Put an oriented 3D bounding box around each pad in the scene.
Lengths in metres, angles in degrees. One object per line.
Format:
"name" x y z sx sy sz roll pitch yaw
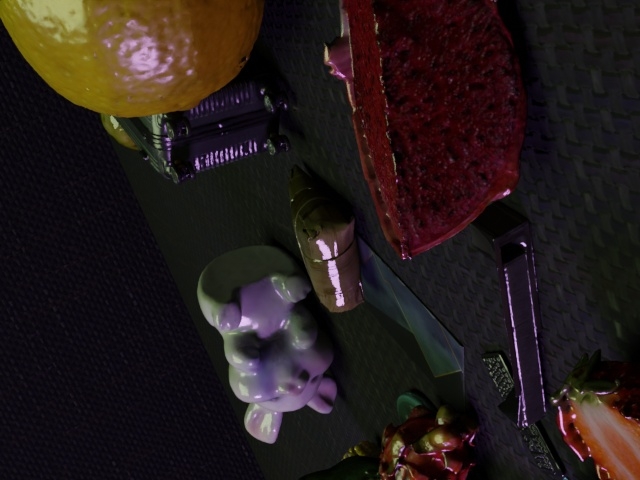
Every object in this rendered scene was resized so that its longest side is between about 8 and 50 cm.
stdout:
"pad" 0.119 0.113 1.266 0.243 0.004 0.163 49 159 40

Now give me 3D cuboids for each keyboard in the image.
"keyboard" 0.225 0.194 1.059 0.155 0.010 0.053 62 163 2

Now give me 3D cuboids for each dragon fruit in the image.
"dragon fruit" 0.146 0.282 1.246 0.207 0.133 0.150 102 -177 -48
"dragon fruit" 0.083 -0.139 0.788 0.161 0.126 0.274 -130 27 -66

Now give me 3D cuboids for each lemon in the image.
"lemon" -0.218 -0.306 1.087 0.336 0.336 0.336 54 162 27

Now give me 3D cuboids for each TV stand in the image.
"TV stand" 0.188 0.081 0.937 0.049 0.040 0.256 43 155 50

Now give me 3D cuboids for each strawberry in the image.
"strawberry" 0.270 0.167 0.764 0.187 0.082 0.146 56 169 0

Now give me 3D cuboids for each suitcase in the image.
"suitcase" -0.187 -0.210 1.340 0.312 0.202 0.128 46 147 46

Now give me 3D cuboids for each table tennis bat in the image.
"table tennis bat" 0.160 0.306 1.406 0.124 0.033 0.201 41 149 44

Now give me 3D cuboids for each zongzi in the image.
"zongzi" 0.000 0.000 1.322 0.176 0.078 0.160 -125 22 -53

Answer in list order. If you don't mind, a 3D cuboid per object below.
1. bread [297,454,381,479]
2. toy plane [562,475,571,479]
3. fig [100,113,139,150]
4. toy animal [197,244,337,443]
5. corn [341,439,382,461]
"bread" 0.102 0.496 1.397 0.376 0.251 0.208 52 169 -30
"toy plane" 0.301 0.374 0.964 0.271 0.105 0.254 60 148 18
"fig" -0.294 -0.255 1.633 0.191 0.181 0.181 -104 2 -45
"toy animal" -0.089 0.192 1.707 0.241 0.196 0.367 -141 29 -69
"corn" 0.124 0.461 1.650 0.244 0.093 0.093 50 160 34
